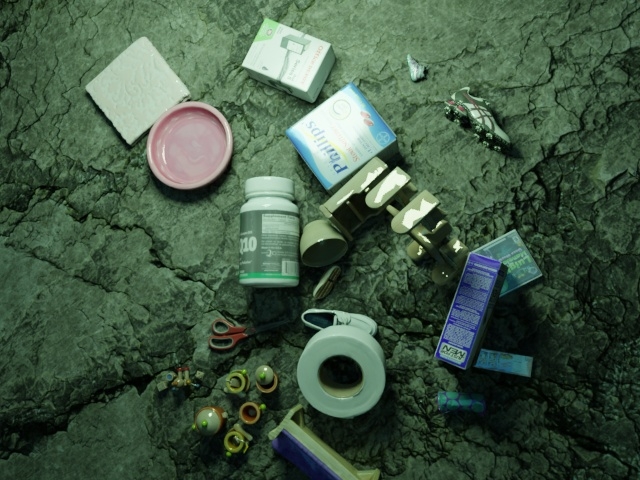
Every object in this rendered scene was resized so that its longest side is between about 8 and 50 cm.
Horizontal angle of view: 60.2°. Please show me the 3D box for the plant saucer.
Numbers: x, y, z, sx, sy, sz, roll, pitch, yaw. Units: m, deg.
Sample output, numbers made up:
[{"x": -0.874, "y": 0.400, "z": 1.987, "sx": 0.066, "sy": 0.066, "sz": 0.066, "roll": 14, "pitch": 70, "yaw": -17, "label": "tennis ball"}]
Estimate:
[{"x": -0.475, "y": -0.343, "z": 2.043, "sx": 0.333, "sy": 0.084, "sz": 0.331, "roll": -1, "pitch": 82, "yaw": 10, "label": "plant saucer"}]

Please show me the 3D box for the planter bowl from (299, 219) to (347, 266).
[{"x": 0.000, "y": 0.000, "z": 1.878, "sx": 0.162, "sy": 0.162, "sz": 0.109, "roll": -24, "pitch": 56, "yaw": 7, "label": "planter bowl"}]

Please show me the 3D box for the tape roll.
[{"x": 0.071, "y": 0.423, "z": 1.784, "sx": 0.287, "sy": 0.100, "sz": 0.285, "roll": 2, "pitch": 101, "yaw": 8, "label": "tape roll"}]

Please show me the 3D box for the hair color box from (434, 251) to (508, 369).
[{"x": 0.473, "y": 0.217, "z": 1.710, "sx": 0.110, "sy": 0.185, "sz": 0.338, "roll": 21, "pitch": 92, "yaw": 26, "label": "hair color box"}]

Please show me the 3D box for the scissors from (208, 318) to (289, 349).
[{"x": -0.252, "y": 0.330, "z": 1.944, "sx": 0.298, "sy": 0.021, "sz": 0.108, "roll": -2, "pitch": 80, "yaw": 10, "label": "scissors"}]

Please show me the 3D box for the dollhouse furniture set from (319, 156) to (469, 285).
[{"x": 0.221, "y": -0.044, "z": 1.740, "sx": 0.256, "sy": 0.362, "sz": 0.394, "roll": -43, "pitch": 50, "yaw": 3, "label": "dollhouse furniture set"}]

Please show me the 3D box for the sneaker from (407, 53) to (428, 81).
[{"x": 0.345, "y": -0.615, "z": 1.946, "sx": 0.069, "sy": 0.038, "sz": 0.098, "roll": -13, "pitch": 90, "yaw": 7, "label": "sneaker"}]

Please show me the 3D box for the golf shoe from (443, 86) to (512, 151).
[{"x": 0.544, "y": -0.408, "z": 1.846, "sx": 0.273, "sy": 0.105, "sz": 0.120, "roll": 42, "pitch": 85, "yaw": 13, "label": "golf shoe"}]

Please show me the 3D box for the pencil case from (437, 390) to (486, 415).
[{"x": 0.449, "y": 0.518, "z": 1.756, "sx": 0.152, "sy": 0.064, "sz": 0.070, "roll": -2, "pitch": 66, "yaw": 11, "label": "pencil case"}]

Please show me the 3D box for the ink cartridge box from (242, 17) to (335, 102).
[{"x": -0.111, "y": -0.648, "z": 1.996, "sx": 0.273, "sy": 0.115, "sz": 0.198, "roll": 25, "pitch": 88, "yaw": 13, "label": "ink cartridge box"}]

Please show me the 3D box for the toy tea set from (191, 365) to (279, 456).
[{"x": -0.283, "y": 0.556, "z": 1.862, "sx": 0.200, "sy": 0.124, "sz": 0.335, "roll": 30, "pitch": 89, "yaw": 13, "label": "toy tea set"}]

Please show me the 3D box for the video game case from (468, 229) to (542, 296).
[{"x": 0.596, "y": 0.083, "z": 1.808, "sx": 0.191, "sy": 0.022, "sz": 0.173, "roll": -29, "pitch": 78, "yaw": 6, "label": "video game case"}]

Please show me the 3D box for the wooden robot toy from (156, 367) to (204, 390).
[{"x": -0.500, "y": 0.489, "z": 1.938, "sx": 0.174, "sy": 0.079, "sz": 0.076, "roll": -11, "pitch": 81, "yaw": 9, "label": "wooden robot toy"}]

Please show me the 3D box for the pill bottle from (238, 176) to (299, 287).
[{"x": -0.173, "y": -0.022, "z": 1.880, "sx": 0.204, "sy": 0.204, "sz": 0.360, "roll": -2, "pitch": 82, "yaw": 11, "label": "pill bottle"}]

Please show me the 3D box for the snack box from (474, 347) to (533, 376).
[{"x": 0.583, "y": 0.389, "z": 1.769, "sx": 0.179, "sy": 0.022, "sz": 0.064, "roll": 8, "pitch": 85, "yaw": 12, "label": "snack box"}]

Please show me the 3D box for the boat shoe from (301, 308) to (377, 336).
[{"x": 0.060, "y": 0.284, "z": 1.853, "sx": 0.258, "sy": 0.084, "sz": 0.095, "roll": 4, "pitch": 83, "yaw": 12, "label": "boat shoe"}]

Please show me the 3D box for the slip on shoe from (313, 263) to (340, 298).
[{"x": 0.017, "y": 0.139, "z": 1.906, "sx": 0.135, "sy": 0.051, "sz": 0.041, "roll": -58, "pitch": 37, "yaw": 7, "label": "slip on shoe"}]

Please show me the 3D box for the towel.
[{"x": -0.704, "y": -0.576, "z": 2.135, "sx": 0.317, "sy": 0.053, "sz": 0.331, "roll": -40, "pitch": 77, "yaw": 4, "label": "towel"}]

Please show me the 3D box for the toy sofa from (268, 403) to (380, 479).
[{"x": 0.000, "y": 0.713, "z": 1.774, "sx": 0.363, "sy": 0.150, "sz": 0.177, "roll": 37, "pitch": 89, "yaw": 13, "label": "toy sofa"}]

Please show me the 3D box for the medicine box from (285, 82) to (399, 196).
[{"x": 0.077, "y": -0.340, "z": 1.902, "sx": 0.289, "sy": 0.149, "sz": 0.263, "roll": -36, "pitch": 77, "yaw": 4, "label": "medicine box"}]
